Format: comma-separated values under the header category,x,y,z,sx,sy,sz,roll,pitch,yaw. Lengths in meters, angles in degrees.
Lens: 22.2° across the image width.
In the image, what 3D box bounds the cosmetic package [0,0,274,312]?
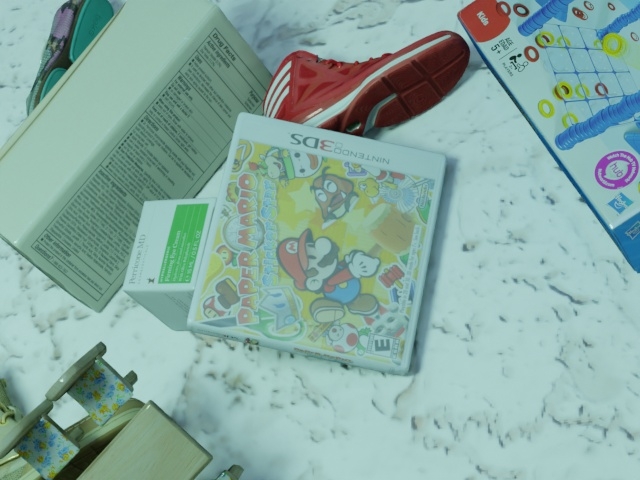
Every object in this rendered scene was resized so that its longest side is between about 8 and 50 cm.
category,x,y,z,sx,sy,sz,roll,pitch,yaw
cosmetic package,-0.199,-0.100,1.657,0.113,0.160,0.309,32,79,37

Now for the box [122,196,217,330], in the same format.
category,x,y,z,sx,sy,sz,roll,pitch,yaw
box,-0.123,0.024,1.582,0.087,0.102,0.101,-2,63,28

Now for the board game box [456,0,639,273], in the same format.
category,x,y,z,sx,sy,sz,roll,pitch,yaw
board game box,0.327,-0.176,1.478,0.302,0.086,0.308,-34,53,6

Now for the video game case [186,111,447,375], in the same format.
category,x,y,z,sx,sy,sz,roll,pitch,yaw
video game case,0.000,0.000,1.522,0.206,0.026,0.227,12,66,1

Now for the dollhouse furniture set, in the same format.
category,x,y,z,sx,sy,sz,roll,pitch,yaw
dollhouse furniture set,-0.202,0.251,1.398,0.212,0.161,0.242,43,104,0

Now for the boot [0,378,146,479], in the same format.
category,x,y,z,sx,sy,sz,roll,pitch,yaw
boot,-0.291,0.182,1.585,0.262,0.095,0.203,-36,52,10

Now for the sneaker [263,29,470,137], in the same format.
category,x,y,z,sx,sy,sz,roll,pitch,yaw
sneaker,0.032,-0.170,1.626,0.221,0.087,0.128,-31,55,7

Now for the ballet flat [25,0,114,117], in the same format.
category,x,y,z,sx,sy,sz,roll,pitch,yaw
ballet flat,-0.288,-0.180,1.811,0.079,0.077,0.221,-18,49,40
